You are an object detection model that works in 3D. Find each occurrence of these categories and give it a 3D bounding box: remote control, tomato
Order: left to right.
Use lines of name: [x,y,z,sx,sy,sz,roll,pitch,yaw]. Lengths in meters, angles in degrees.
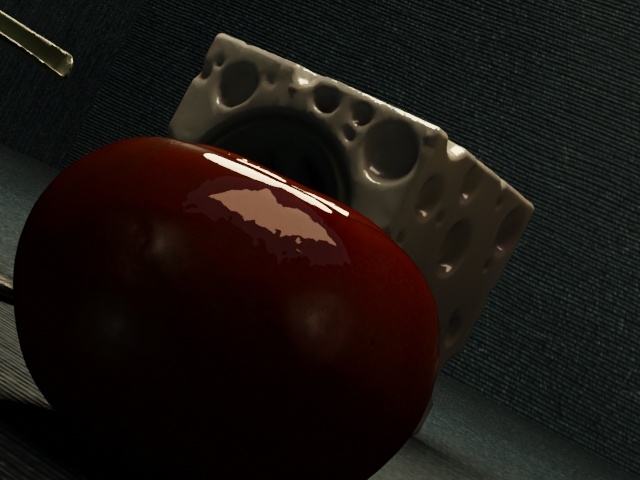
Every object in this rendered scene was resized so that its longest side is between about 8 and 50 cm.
remote control: [-0.196,0.026,0.957,0.039,0.014,0.096,26,-1,39]
tomato: [-0.042,0.036,0.659,0.195,0.136,0.195,26,3,-1]

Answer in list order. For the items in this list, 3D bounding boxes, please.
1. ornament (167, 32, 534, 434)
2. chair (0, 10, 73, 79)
ornament: [0.000,0.000,1.358,0.239,0.239,0.240,27,-1,31]
chair: [-0.336,-0.122,0.980,0.275,0.190,0.203,35,-5,-26]
